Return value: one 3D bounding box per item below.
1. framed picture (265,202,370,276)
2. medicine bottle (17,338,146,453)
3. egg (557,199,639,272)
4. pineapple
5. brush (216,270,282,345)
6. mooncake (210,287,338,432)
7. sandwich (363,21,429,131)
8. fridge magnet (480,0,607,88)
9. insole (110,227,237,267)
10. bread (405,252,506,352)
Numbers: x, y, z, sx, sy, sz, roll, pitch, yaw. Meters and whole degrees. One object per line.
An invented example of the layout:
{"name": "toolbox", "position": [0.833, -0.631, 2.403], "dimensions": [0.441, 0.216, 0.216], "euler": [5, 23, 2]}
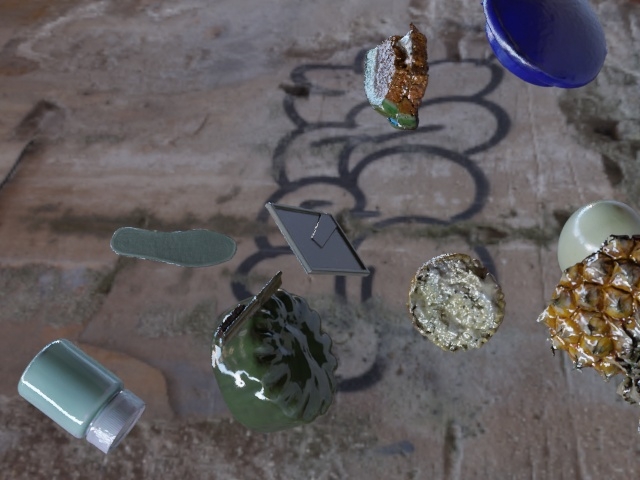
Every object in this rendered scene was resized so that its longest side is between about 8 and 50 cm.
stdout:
{"name": "framed picture", "position": [0.000, 0.000, 1.796], "dimensions": [0.289, 0.020, 0.211], "euler": [5, -132, -57]}
{"name": "medicine bottle", "position": [-0.477, 0.311, 1.419], "dimensions": [0.139, 0.225, 0.139], "euler": [-55, -5, -6]}
{"name": "egg", "position": [0.676, 0.014, 1.722], "dimensions": [0.254, 0.188, 0.189], "euler": [108, 173, -48]}
{"name": "pineapple", "position": [0.443, 0.166, 0.919], "dimensions": [0.272, 0.262, 0.262], "euler": [-92, 0, -53]}
{"name": "brush", "position": [-0.159, 0.146, 1.611], "dimensions": [0.248, 0.036, 0.043], "euler": [-48, -20, -45]}
{"name": "mooncake", "position": [-0.108, 0.307, 1.827], "dimensions": [0.356, 0.194, 0.356], "euler": [39, -140, -43]}
{"name": "sandwich", "position": [0.140, -0.302, 1.337], "dimensions": [0.159, 0.079, 0.235], "euler": [122, 151, -58]}
{"name": "fridge magnet", "position": [0.413, -0.393, 1.317], "dimensions": [0.113, 0.265, 0.265], "euler": [132, 149, -57]}
{"name": "insole", "position": [-0.178, 0.006, 0.860], "dimensions": [0.002, 0.152, 0.053], "euler": [98, 179, -64]}
{"name": "bread", "position": [0.369, 0.165, 1.906], "dimensions": [0.149, 0.274, 0.274], "euler": [-7, -80, -61]}
